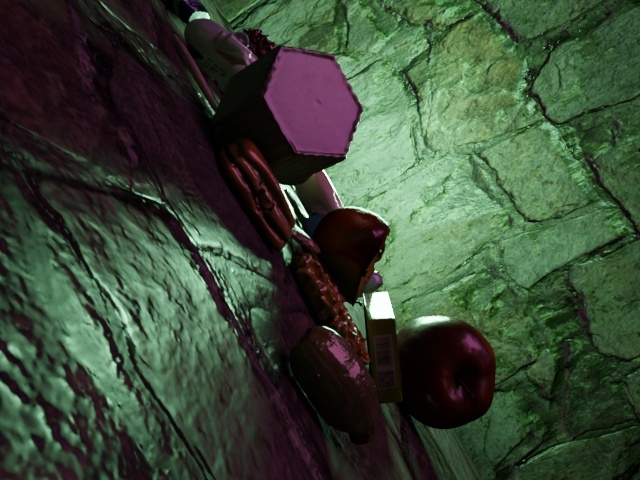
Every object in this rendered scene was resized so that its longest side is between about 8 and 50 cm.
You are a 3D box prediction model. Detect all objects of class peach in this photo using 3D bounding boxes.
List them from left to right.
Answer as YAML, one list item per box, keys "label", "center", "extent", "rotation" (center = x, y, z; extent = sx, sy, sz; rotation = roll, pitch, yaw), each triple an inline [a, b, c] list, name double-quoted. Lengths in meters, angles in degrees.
- label: "peach"
  center: [0.056, 0.006, 1.729]
  extent: [0.153, 0.159, 0.267]
  rotation: [24, -23, 8]

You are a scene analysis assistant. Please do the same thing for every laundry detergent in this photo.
- label: "laundry detergent"
  center: [0.048, -0.017, 2.060]
  extent: [0.335, 0.087, 0.159]
  rotation: [60, -12, 16]

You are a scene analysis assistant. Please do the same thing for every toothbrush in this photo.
- label: "toothbrush"
  center: [-0.228, -0.289, 1.642]
  extent: [0.307, 0.029, 0.025]
  rotation: [59, -7, 13]

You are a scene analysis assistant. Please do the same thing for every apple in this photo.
- label: "apple"
  center: [0.315, 0.338, 2.167]
  extent: [0.288, 0.288, 0.317]
  rotation: [59, -8, -14]

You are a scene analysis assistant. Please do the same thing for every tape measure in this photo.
- label: "tape measure"
  center: [0.000, 0.000, 1.945]
  extent: [0.146, 0.080, 0.125]
  rotation: [-111, -174, -67]

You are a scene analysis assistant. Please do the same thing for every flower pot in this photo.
- label: "flower pot"
  center: [-0.063, -0.230, 1.538]
  extent: [0.189, 0.209, 0.239]
  rotation: [-15, -73, 52]

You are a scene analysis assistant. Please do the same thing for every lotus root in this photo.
- label: "lotus root"
  center: [0.027, 0.195, 1.084]
  extent: [0.077, 0.090, 0.183]
  rotation: [-9, -64, 51]

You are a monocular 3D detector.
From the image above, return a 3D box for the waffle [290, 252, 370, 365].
- label: "waffle"
  center: [0.024, 0.135, 1.599]
  extent: [0.253, 0.056, 0.249]
  rotation: [60, 5, 14]

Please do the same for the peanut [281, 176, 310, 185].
- label: "peanut"
  center: [-0.098, -0.214, 1.865]
  extent: [0.149, 0.149, 0.313]
  rotation: [63, 0, 22]

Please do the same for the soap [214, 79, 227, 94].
- label: "soap"
  center: [-0.204, -0.372, 2.097]
  extent: [0.198, 0.066, 0.119]
  rotation: [54, 6, -50]

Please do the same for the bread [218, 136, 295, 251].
- label: "bread"
  center: [-0.106, -0.083, 1.448]
  extent: [0.200, 0.077, 0.116]
  rotation: [59, -3, -24]

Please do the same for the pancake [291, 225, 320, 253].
- label: "pancake"
  center: [-0.059, -0.024, 1.597]
  extent: [0.151, 0.025, 0.151]
  rotation: [43, 2, -2]

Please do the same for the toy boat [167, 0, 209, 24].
- label: "toy boat"
  center: [-0.380, -0.633, 1.983]
  extent: [0.291, 0.067, 0.220]
  rotation: [50, 3, 6]

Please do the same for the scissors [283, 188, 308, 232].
- label: "scissors"
  center: [-0.027, -0.027, 2.134]
  extent: [0.242, 0.030, 0.118]
  rotation: [57, 4, 8]

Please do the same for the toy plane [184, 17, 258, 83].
- label: "toy plane"
  center: [-0.205, -0.389, 1.821]
  extent: [0.244, 0.117, 0.245]
  rotation: [33, -11, 7]

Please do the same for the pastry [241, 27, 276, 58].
- label: "pastry"
  center: [-0.145, -0.430, 2.042]
  extent: [0.209, 0.115, 0.097]
  rotation: [63, 18, 0]

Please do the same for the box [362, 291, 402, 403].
- label: "box"
  center: [0.130, 0.223, 1.763]
  extent: [0.260, 0.062, 0.175]
  rotation: [-90, 174, -81]
